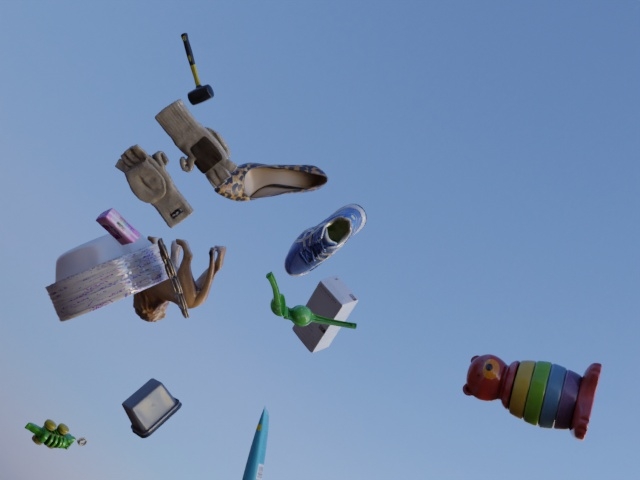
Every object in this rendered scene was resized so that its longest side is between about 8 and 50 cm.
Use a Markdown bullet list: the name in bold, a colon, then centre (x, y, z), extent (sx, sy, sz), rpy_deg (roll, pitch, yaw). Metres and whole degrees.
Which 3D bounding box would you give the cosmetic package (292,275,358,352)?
- **cosmetic package**: centre (0.012, 0.234, 2.463), extent (0.117, 0.085, 0.231), rpy_deg (47, -51, 26)

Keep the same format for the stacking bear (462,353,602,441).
- **stacking bear**: centre (0.480, 0.344, 1.809), extent (0.289, 0.175, 0.164), rpy_deg (14, -24, 19)

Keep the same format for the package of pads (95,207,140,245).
- **package of pads**: centre (-0.414, -0.027, 1.596), extent (0.050, 0.032, 0.083), rpy_deg (-14, -53, 47)

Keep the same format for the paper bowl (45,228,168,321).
- **paper bowl**: centre (-0.493, 0.069, 1.808), extent (0.284, 0.284, 0.148), rpy_deg (-19, -85, 58)

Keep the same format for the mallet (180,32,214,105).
- **mallet**: centre (-0.327, -0.429, 1.962), extent (0.190, 0.062, 0.039), rpy_deg (67, 17, 12)

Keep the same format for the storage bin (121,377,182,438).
- **storage bin**: centre (-0.445, 0.424, 2.020), extent (0.098, 0.135, 0.091), rpy_deg (11, -48, 49)

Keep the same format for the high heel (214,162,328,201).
- **high heel**: centre (-0.115, -0.145, 1.919), extent (0.186, 0.261, 0.093), rpy_deg (7, -74, 43)

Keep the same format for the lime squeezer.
- **lime squeezer**: centre (-0.050, 0.160, 1.903), extent (0.110, 0.059, 0.310), rpy_deg (-37, -51, 24)

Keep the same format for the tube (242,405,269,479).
- **tube**: centre (-0.167, 0.560, 2.131), extent (0.052, 0.207, 0.080), rpy_deg (11, -22, 2)

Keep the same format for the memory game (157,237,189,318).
- **memory game**: centre (-0.314, 0.081, 1.663), extent (0.186, 0.012, 0.186), rpy_deg (161, -90, -76)

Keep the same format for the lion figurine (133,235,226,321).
- **lion figurine**: centre (-0.395, 0.118, 2.123), extent (0.142, 0.240, 0.392), rpy_deg (12, -5, -33)

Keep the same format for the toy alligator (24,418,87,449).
- **toy alligator**: centre (-0.602, 0.462, 1.809), extent (0.051, 0.056, 0.189), rpy_deg (43, 1, 40)

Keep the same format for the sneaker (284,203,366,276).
- **sneaker**: centre (0.000, 0.000, 1.618), extent (0.211, 0.081, 0.080), rpy_deg (-42, -92, 18)

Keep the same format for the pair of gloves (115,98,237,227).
- **pair of gloves**: centre (-0.312, -0.167, 1.700), extent (0.240, 0.042, 0.204), rpy_deg (-41, -78, 21)
